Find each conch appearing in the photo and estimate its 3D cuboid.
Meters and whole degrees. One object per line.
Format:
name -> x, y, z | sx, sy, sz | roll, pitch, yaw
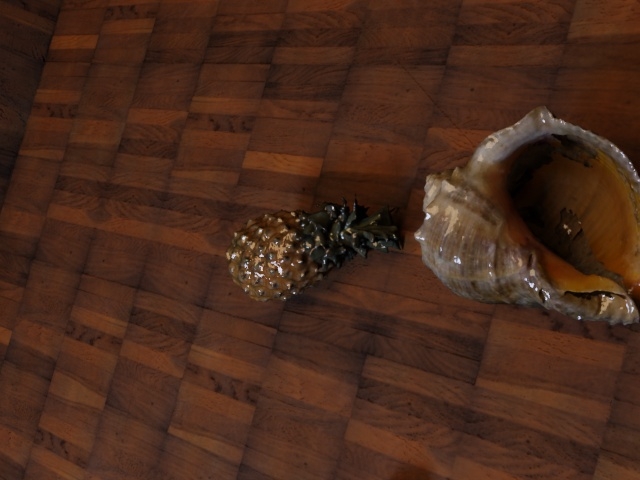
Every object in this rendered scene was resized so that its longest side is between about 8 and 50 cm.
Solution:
conch -> 0.311, -0.029, 1.756 | 0.297, 0.352, 0.210 | -66, -7, 21

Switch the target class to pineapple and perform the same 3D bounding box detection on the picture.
pineapple -> 0.000, 0.000, 2.143 | 0.341, 0.169, 0.169 | -19, 61, 41
